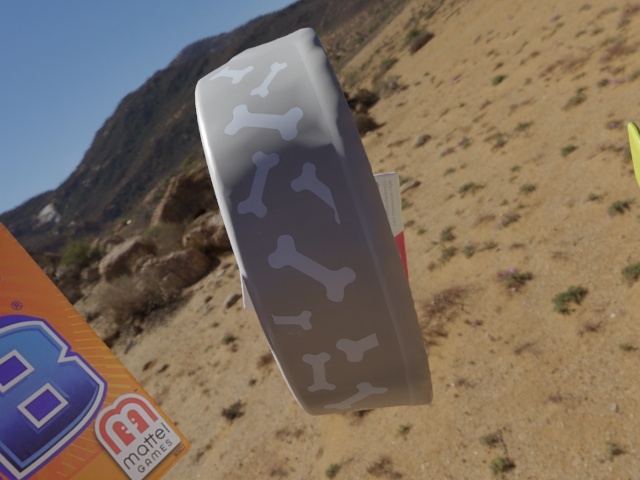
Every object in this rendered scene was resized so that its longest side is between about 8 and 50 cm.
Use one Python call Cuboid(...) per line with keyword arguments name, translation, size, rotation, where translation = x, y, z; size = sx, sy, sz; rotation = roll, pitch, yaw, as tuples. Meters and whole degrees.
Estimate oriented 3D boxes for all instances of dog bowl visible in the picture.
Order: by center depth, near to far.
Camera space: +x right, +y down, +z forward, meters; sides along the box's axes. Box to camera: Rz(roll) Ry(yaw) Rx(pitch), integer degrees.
Cuboid(name="dog bowl", translation=(-0.010, -0.008, 0.504), size=(0.102, 0.349, 0.349), rotation=(-19, 14, 0))

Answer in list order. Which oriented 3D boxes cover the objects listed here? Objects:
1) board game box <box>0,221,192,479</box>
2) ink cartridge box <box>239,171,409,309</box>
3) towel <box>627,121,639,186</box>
Cuboid(name="board game box", translation=(-0.401, 0.196, 0.411), size=(0.356, 0.357, 0.356), rotation=(-43, -3, 32))
Cuboid(name="ink cartridge box", translation=(0.000, 0.000, 0.812), size=(0.236, 0.172, 0.100), rotation=(-6, 4, 4))
Cuboid(name="towel", translation=(0.382, -0.019, 0.600), size=(0.021, 0.102, 0.237), rotation=(-17, 47, 22))
